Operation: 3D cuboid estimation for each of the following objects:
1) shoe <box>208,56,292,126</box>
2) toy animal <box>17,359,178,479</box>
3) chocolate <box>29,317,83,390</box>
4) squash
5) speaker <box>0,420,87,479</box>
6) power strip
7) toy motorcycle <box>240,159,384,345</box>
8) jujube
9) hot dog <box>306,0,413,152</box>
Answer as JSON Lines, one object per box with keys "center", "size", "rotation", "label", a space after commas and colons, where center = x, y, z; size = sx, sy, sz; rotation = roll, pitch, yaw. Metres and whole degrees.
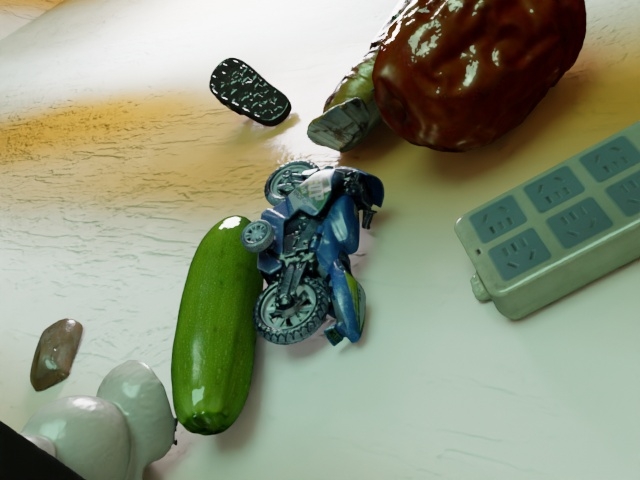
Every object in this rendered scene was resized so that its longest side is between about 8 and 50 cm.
{"center": [-0.101, -0.210, 1.275], "size": [0.071, 0.049, 0.179], "rotation": [-46, 52, -8], "label": "shoe"}
{"center": [-0.233, 0.190, 0.733], "size": [0.103, 0.131, 0.220], "rotation": [21, 21, 35], "label": "toy animal"}
{"center": [-0.326, 0.133, 1.034], "size": [0.064, 0.031, 0.101], "rotation": [-26, 34, 21], "label": "chocolate"}
{"center": [-0.101, 0.079, 0.850], "size": [0.082, 0.082, 0.293], "rotation": [-22, 35, 18], "label": "squash"}
{"center": [-0.238, 0.282, 0.553], "size": [0.184, 0.232, 0.254], "rotation": [-15, 42, 31], "label": "speaker"}
{"center": [0.242, -0.031, 0.721], "size": [0.270, 0.046, 0.118], "rotation": [-28, 32, 8], "label": "power strip"}
{"center": [0.000, 0.000, 0.863], "size": [0.135, 0.092, 0.255], "rotation": [-13, 46, 15], "label": "toy motorcycle"}
{"center": [0.168, -0.201, 0.895], "size": [0.250, 0.174, 0.174], "rotation": [-40, 32, -21], "label": "jujube"}
{"center": [0.085, -0.214, 1.031], "size": [0.270, 0.082, 0.162], "rotation": [-48, -5, -12], "label": "hot dog"}
